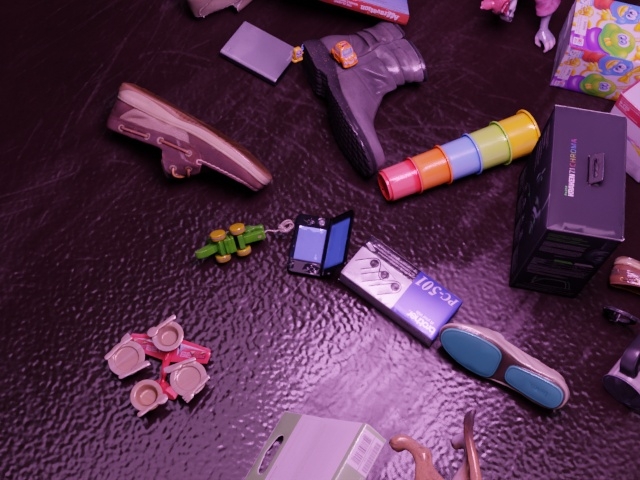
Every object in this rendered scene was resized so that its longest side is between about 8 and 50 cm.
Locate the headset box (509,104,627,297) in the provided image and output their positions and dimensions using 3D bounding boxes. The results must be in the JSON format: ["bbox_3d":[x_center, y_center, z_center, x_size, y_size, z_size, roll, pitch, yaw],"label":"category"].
[{"bbox_3d":[0.439,-0.068,1.653,0.131,0.283,0.246,10,65,2],"label":"headset box"}]

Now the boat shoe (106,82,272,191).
[{"bbox_3d":[-0.255,-0.170,1.767,0.342,0.123,0.123,31,97,5],"label":"boat shoe"}]

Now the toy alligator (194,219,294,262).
[{"bbox_3d":[-0.144,-0.008,1.722,0.190,0.056,0.051,-19,27,-11],"label":"toy alligator"}]

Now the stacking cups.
[{"bbox_3d":[0.263,-0.164,1.791,0.316,0.096,0.096,-18,68,-10],"label":"stacking cups"}]

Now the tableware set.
[{"bbox_3d":[-0.280,0.217,1.594,0.141,0.020,0.168,-30,65,-10],"label":"tableware set"}]

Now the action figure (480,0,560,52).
[{"bbox_3d":[0.443,-0.577,1.907,0.248,0.275,0.370,31,54,4],"label":"action figure"}]

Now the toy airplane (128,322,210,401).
[{"bbox_3d":[-0.267,0.214,1.622,0.151,0.028,0.151,-1,64,3],"label":"toy airplane"}]

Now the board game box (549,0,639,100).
[{"bbox_3d":[0.627,-0.375,1.881,0.275,0.142,0.144,14,66,3],"label":"board game box"}]

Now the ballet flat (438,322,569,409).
[{"bbox_3d":[0.325,0.211,1.638,0.248,0.086,0.086,32,68,9],"label":"ballet flat"}]

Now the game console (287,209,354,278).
[{"bbox_3d":[0.000,0.000,1.712,0.107,0.071,0.122,10,65,1],"label":"game console"}]

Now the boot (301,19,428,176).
[{"bbox_3d":[0.117,-0.298,1.830,0.223,0.118,0.338,-17,67,-12],"label":"boot"}]

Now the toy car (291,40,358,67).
[{"bbox_3d":[0.009,-0.356,1.787,0.122,0.040,0.060,-12,54,-10],"label":"toy car"}]

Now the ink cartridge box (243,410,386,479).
[{"bbox_3d":[-0.019,0.366,1.493,0.056,0.235,0.171,42,65,-23],"label":"ink cartridge box"}]

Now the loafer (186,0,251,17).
[{"bbox_3d":[-0.178,-0.531,1.949,0.251,0.087,0.094,-21,42,-24],"label":"loafer"}]

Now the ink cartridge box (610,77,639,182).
[{"bbox_3d":[0.638,-0.225,1.796,0.128,0.176,0.127,-36,70,-18],"label":"ink cartridge box"}]

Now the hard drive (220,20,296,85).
[{"bbox_3d":[-0.124,-0.383,1.908,0.135,0.022,0.094,30,67,10],"label":"hard drive"}]

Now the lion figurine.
[{"bbox_3d":[0.120,0.447,1.411,0.392,0.142,0.240,-43,36,21],"label":"lion figurine"}]

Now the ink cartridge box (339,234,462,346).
[{"bbox_3d":[0.145,0.091,1.693,0.207,0.046,0.097,36,69,12],"label":"ink cartridge box"}]

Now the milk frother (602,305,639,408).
[{"bbox_3d":[0.542,0.198,1.650,0.135,0.129,0.143,-44,32,-20],"label":"milk frother"}]

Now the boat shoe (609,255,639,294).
[{"bbox_3d":[0.618,0.092,1.714,0.178,0.064,0.060,24,71,15],"label":"boat shoe"}]

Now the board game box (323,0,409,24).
[{"bbox_3d":[0.043,-0.521,1.913,0.281,0.027,0.145,14,38,-10],"label":"board game box"}]
